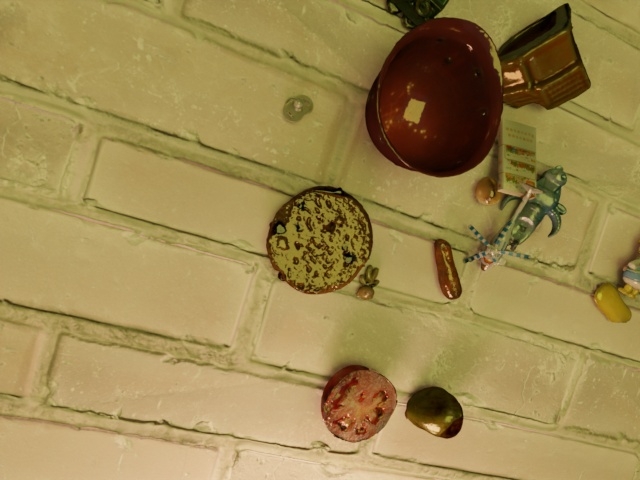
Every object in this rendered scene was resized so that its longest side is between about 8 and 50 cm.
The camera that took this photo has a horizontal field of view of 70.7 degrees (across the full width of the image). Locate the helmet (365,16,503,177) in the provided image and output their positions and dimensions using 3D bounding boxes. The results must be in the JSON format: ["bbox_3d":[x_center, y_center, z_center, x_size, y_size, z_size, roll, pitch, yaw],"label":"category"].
[{"bbox_3d":[0.255,-0.335,1.143,0.337,0.230,0.385,27,81,-17],"label":"helmet"}]

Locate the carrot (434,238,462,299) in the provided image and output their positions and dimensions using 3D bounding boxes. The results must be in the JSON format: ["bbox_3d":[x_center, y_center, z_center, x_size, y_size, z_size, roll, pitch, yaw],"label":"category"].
[{"bbox_3d":[0.366,0.085,1.314,0.060,0.060,0.186,-19,98,-12],"label":"carrot"}]

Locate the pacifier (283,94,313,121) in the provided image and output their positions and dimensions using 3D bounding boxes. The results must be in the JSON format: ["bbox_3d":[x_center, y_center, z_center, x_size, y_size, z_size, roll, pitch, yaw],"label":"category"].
[{"bbox_3d":[-0.059,-0.344,1.145,0.083,0.064,0.068,-38,87,-8],"label":"pacifier"}]

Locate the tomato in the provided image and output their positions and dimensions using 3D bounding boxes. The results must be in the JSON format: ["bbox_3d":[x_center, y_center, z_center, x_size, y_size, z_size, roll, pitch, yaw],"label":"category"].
[{"bbox_3d":[0.101,0.450,1.273,0.225,0.085,0.225,-3,99,-18],"label":"tomato"}]

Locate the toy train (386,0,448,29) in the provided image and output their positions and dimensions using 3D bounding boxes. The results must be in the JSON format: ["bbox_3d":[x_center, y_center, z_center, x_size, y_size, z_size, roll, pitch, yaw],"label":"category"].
[{"bbox_3d":[0.231,-0.660,1.174,0.225,0.090,0.137,37,80,-16],"label":"toy train"}]

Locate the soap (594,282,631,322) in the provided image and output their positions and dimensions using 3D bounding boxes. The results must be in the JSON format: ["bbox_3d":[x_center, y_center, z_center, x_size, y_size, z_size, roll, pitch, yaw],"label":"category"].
[{"bbox_3d":[0.967,0.214,1.499,0.089,0.033,0.168,-41,105,-5],"label":"soap"}]

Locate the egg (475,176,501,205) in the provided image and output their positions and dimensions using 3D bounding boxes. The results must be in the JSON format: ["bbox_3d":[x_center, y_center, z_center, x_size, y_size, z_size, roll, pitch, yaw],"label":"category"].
[{"bbox_3d":[0.487,-0.143,1.311,0.071,0.071,0.083,-1,87,-15],"label":"egg"}]

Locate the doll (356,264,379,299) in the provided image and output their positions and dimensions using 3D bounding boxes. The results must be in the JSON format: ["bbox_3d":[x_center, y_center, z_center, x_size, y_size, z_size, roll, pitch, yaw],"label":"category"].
[{"bbox_3d":[0.133,0.120,1.272,0.061,0.051,0.093,19,63,-15],"label":"doll"}]

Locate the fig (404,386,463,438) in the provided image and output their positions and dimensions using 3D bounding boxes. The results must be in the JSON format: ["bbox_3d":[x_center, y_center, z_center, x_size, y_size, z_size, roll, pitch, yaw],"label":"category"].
[{"bbox_3d":[0.334,0.503,1.326,0.165,0.154,0.144,9,112,15],"label":"fig"}]

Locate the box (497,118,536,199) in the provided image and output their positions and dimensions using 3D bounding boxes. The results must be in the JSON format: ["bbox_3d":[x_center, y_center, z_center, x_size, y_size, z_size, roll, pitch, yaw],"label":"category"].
[{"bbox_3d":[0.570,-0.236,1.307,0.122,0.032,0.220,11,75,-17],"label":"box"}]

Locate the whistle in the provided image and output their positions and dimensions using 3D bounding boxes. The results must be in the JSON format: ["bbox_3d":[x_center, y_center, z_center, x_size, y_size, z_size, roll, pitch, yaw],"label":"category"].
[{"bbox_3d":[0.644,-0.108,1.345,0.180,0.093,0.269,31,88,8],"label":"whistle"}]

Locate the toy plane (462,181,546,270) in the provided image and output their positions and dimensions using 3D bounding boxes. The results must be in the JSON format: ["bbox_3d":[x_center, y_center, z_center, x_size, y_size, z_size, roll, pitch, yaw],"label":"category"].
[{"bbox_3d":[0.529,-0.035,1.303,0.107,0.182,0.273,-6,108,-58],"label":"toy plane"}]

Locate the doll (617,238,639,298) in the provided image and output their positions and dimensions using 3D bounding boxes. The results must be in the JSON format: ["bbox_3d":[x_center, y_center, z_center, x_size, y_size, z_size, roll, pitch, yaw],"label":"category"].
[{"bbox_3d":[1.066,0.075,1.476,0.135,0.099,0.241,23,89,7],"label":"doll"}]

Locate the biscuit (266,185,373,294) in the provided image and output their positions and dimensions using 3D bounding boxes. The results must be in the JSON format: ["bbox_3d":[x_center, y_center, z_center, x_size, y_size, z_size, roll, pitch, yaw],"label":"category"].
[{"bbox_3d":[0.000,0.000,1.196,0.296,0.075,0.296,0,92,-13],"label":"biscuit"}]

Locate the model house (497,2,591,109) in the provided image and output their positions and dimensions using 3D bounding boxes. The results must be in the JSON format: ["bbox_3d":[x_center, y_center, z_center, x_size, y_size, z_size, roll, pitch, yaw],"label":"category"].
[{"bbox_3d":[0.625,-0.480,1.277,0.268,0.173,0.239,-27,119,21],"label":"model house"}]
